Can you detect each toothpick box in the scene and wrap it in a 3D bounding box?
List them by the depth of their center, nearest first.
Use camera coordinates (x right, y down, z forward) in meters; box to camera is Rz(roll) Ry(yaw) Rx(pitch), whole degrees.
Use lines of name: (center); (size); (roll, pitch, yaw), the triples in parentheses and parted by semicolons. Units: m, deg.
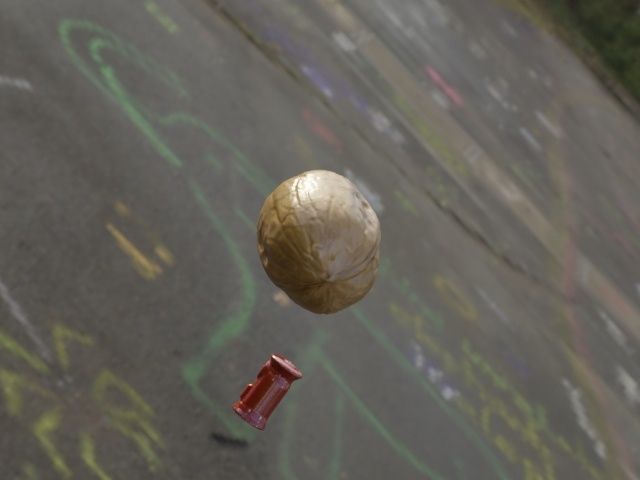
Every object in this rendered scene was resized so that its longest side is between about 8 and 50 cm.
toothpick box: (-0.060, 0.173, 1.670); (0.047, 0.083, 0.047); (36, 3, -2)

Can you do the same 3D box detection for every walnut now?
walnut: (0.000, 0.000, 2.085); (0.193, 0.193, 0.226); (41, 11, -20)
